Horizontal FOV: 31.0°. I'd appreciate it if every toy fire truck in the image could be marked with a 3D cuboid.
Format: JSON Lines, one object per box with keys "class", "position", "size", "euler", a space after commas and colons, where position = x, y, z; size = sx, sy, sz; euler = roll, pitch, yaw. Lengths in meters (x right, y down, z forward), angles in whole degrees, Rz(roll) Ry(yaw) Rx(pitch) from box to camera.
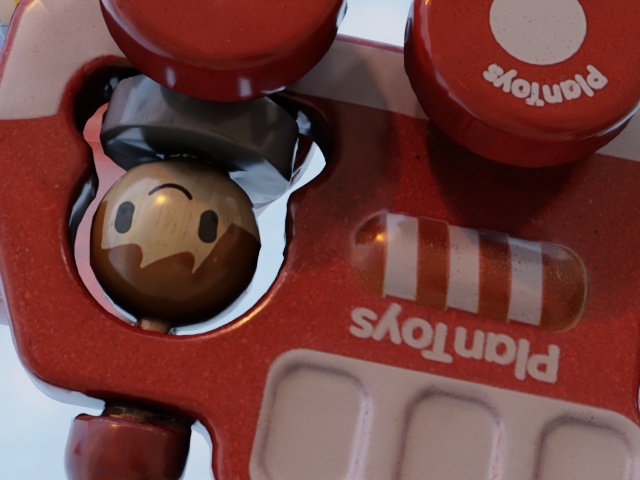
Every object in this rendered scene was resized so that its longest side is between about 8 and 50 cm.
{"class": "toy fire truck", "position": [0.000, 0.000, 0.487], "size": [0.302, 0.169, 0.254], "euler": [11, -110, -2]}

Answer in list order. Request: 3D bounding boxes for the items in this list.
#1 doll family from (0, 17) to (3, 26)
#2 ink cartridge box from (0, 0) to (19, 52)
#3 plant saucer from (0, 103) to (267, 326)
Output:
{"class": "doll family", "position": [-0.252, -0.195, 0.632], "size": [0.118, 0.163, 0.263], "euler": [-4, -56, -2]}
{"class": "ink cartridge box", "position": [-0.217, -0.169, 1.117], "size": [0.307, 0.303, 0.072], "euler": [-1, -103, -6]}
{"class": "plant saucer", "position": [-0.154, -0.022, 0.733], "size": [0.258, 0.259, 0.047], "euler": [-51, -37, -50]}
